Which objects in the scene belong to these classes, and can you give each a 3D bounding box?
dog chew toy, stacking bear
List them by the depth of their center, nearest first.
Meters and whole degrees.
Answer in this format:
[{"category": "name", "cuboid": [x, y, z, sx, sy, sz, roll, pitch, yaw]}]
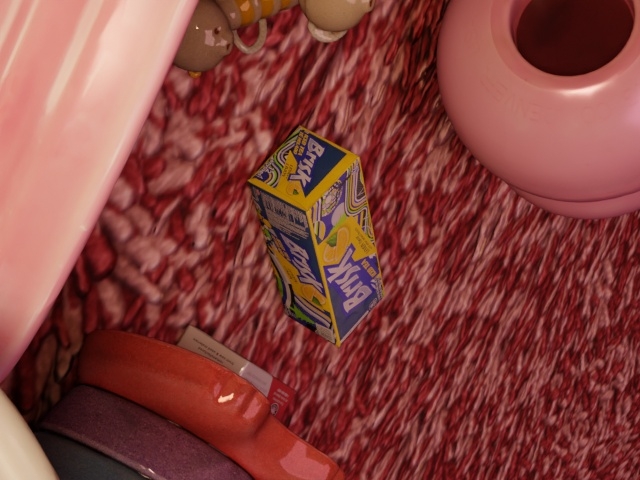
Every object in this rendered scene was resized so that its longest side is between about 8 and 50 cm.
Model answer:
[{"category": "stacking bear", "cuboid": [-0.139, 0.213, 1.006, 0.289, 0.164, 0.175, -61, 143, -16]}, {"category": "dog chew toy", "cuboid": [0.204, -0.110, 1.294, 0.206, 0.207, 0.332, -58, 162, -5]}]

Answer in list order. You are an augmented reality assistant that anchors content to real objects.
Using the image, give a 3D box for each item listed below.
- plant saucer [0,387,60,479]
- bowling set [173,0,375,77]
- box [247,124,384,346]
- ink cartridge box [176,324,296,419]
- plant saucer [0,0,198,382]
[{"category": "plant saucer", "cuboid": [-0.266, 0.165, 0.524, 0.400, 0.400, 0.100, -54, -165, -12]}, {"category": "bowling set", "cuboid": [0.014, -0.192, 0.881, 0.154, 0.200, 0.287, -42, 144, -29]}, {"category": "box", "cuboid": [0.000, 0.000, 1.194, 0.059, 0.054, 0.169, -48, 151, -23]}, {"category": "ink cartridge box", "cuboid": [-0.088, 0.138, 1.177, 0.135, 0.056, 0.099, -58, 154, -5]}, {"category": "plant saucer", "cuboid": [-0.113, -0.102, 0.710, 0.332, 0.084, 0.332, -60, -165, 28]}]
